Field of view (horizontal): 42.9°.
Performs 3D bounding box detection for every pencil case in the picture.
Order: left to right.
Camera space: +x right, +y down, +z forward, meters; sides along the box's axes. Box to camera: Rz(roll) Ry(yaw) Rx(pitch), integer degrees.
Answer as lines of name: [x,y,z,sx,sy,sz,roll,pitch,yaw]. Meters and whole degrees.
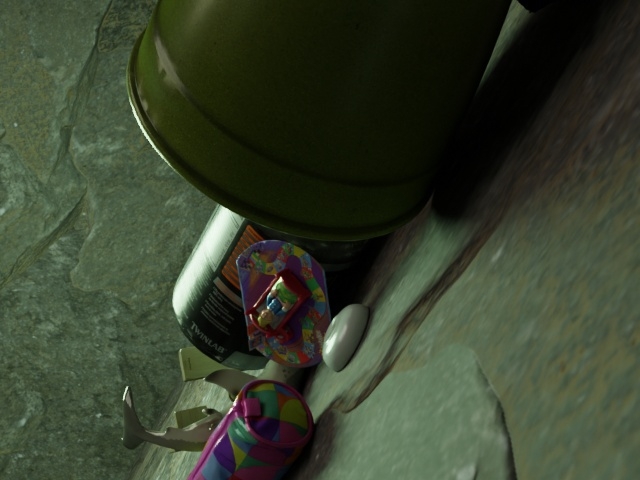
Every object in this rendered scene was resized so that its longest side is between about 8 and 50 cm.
pencil case: [-0.098,0.264,0.940,0.236,0.104,0.104,-57,10,31]

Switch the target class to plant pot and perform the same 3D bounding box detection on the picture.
plant pot: [0.032,-0.252,0.788,0.353,0.366,0.366,-59,8,43]

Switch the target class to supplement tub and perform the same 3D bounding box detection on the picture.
supplement tub: [-0.058,0.009,1.131,0.338,0.207,0.207,-55,11,37]

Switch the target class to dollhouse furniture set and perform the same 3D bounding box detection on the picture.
dollhouse furniture set: [-0.180,0.252,1.319,0.123,0.144,0.151,135,124,-66]

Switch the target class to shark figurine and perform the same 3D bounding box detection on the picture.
shark figurine: [-0.122,0.243,1.053,0.166,0.278,0.116,-120,12,-47]

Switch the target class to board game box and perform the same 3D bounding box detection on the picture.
board game box: [-0.052,0.085,1.001,0.033,0.133,0.169,-29,-64,-53]

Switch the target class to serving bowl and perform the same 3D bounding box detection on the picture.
serving bowl: [0.024,0.107,0.933,0.083,0.027,0.083,-61,8,15]

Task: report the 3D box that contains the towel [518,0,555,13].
towel: [0.289,-0.383,0.759,0.227,0.076,0.308,123,173,-79]
